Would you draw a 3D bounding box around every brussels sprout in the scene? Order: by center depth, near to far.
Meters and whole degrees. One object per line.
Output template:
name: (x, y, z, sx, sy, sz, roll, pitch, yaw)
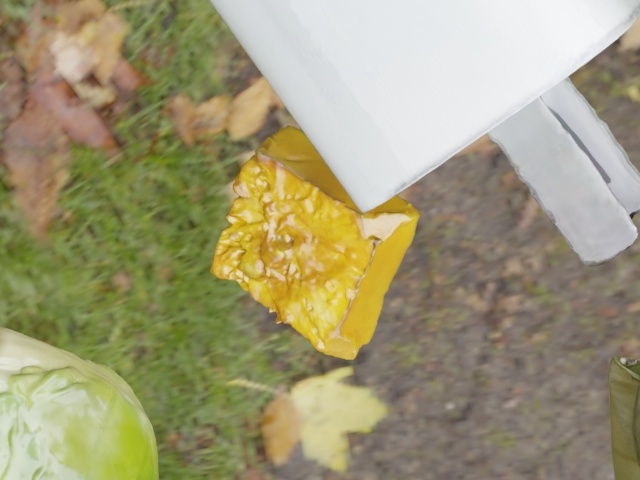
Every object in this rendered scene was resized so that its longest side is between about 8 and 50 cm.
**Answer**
brussels sprout: (-0.174, 0.144, 1.178, 0.161, 0.144, 0.180, -47, 122, 1)

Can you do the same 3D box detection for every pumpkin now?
pumpkin: (0.000, 0.000, 0.884, 0.083, 0.074, 0.054, 36, 28, 24)

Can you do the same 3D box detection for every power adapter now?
power adapter: (0.040, -0.104, 0.748, 0.255, 0.124, 0.187, 55, 21, -4)

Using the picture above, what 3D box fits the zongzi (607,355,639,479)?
zongzi: (0.252, 0.090, 0.878, 0.205, 0.204, 0.094, -4, 91, -12)
